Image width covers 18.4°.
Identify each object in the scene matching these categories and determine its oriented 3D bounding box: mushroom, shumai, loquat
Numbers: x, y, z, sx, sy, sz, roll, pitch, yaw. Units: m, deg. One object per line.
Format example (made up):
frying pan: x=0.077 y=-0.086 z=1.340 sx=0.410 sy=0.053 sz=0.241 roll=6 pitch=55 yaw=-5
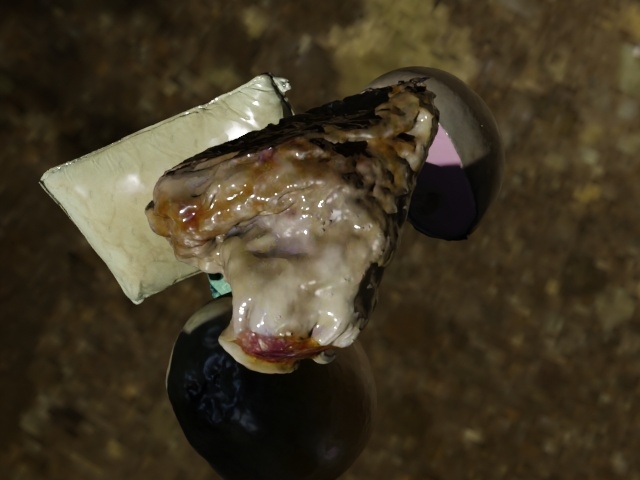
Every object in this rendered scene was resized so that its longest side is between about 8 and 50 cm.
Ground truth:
mushroom: x=0.123 y=-0.097 z=2.019 sx=0.141 sy=0.117 sz=0.188 roll=9 pitch=127 yaw=57
shumai: x=-0.003 y=0.001 z=1.514 sx=0.184 sy=0.218 sz=0.185 roll=3 pitch=115 yaw=65
loquat: x=-0.044 y=0.135 z=1.791 sx=0.179 sy=0.179 sz=0.227 roll=-1 pitch=148 yaw=28

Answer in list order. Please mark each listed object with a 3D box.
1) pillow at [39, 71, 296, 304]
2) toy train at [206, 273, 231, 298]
pillow: x=-0.121 y=-0.049 z=2.024 sx=0.302 sy=0.075 sz=0.185 roll=-22 pitch=116 yaw=26
toy train: x=-0.036 y=0.064 z=1.903 sx=0.099 sy=0.070 sz=0.172 roll=-41 pitch=109 yaw=2
